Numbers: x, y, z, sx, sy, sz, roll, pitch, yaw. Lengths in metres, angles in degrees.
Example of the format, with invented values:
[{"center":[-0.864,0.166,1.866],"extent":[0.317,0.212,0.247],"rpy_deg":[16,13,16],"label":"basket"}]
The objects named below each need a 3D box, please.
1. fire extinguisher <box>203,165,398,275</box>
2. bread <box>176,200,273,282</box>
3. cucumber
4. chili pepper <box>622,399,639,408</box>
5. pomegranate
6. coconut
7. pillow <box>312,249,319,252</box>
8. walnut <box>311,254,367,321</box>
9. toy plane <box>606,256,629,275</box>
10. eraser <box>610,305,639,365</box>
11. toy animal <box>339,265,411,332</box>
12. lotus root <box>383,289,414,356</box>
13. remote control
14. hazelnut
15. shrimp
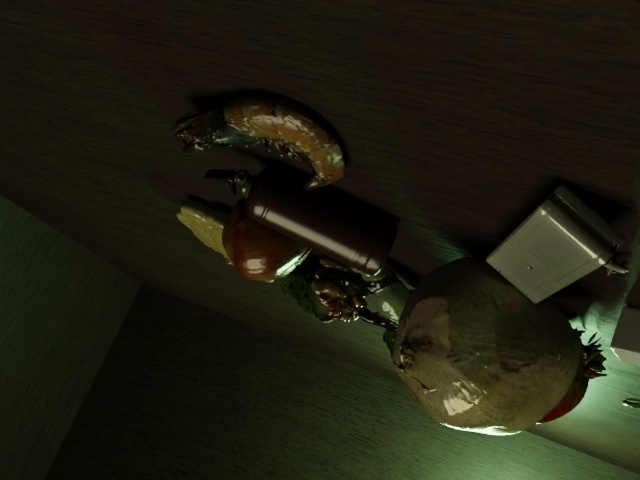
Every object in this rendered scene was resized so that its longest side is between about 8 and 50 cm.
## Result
[{"center":[-0.043,-0.051,1.248],"extent":[0.343,0.102,0.138],"rpy_deg":[25,167,-5],"label":"fire extinguisher"},{"center":[-0.218,0.000,1.750],"extent":[0.316,0.054,0.316],"rpy_deg":[31,163,11],"label":"bread"},{"center":[-0.035,0.099,1.768],"extent":[0.134,0.134,0.244],"rpy_deg":[37,174,-41],"label":"cucumber"},{"center":[0.780,0.406,1.753],"extent":[0.030,0.017,0.083],"rpy_deg":[24,170,-38],"label":"chili pepper"},{"center":[0.424,0.242,1.371],"extent":[0.235,0.210,0.210],"rpy_deg":[-13,150,21],"label":"pomegranate"},{"center":[0.262,0.173,1.208],"extent":[0.254,0.297,0.297],"rpy_deg":[29,165,-30],"label":"coconut"},{"center":[0.000,0.001,1.473],"extent":[0.150,0.048,0.090],"rpy_deg":[5,153,46],"label":"pillow"},{"center":[0.054,0.105,1.578],"extent":[0.069,0.143,0.170],"rpy_deg":[-2,153,43],"label":"walnut"},{"center":[0.394,0.029,0.994],"extent":[0.078,0.024,0.084],"rpy_deg":[47,162,-30],"label":"toy plane"},{"center":[0.602,0.174,1.074],"extent":[0.298,0.078,0.076],"rpy_deg":[10,160,43],"label":"eraser"},{"center":[0.124,0.105,1.509],"extent":[0.121,0.094,0.225],"rpy_deg":[-6,119,55],"label":"toy animal"},{"center":[0.259,0.204,1.615],"extent":[0.186,0.186,0.186],"rpy_deg":[22,166,6],"label":"lotus root"},{"center":[0.308,0.013,0.971],"extent":[0.103,0.055,0.277],"rpy_deg":[43,169,10],"label":"remote control"},{"center":[-0.098,-0.013,1.372],"extent":[0.182,0.182,0.182],"rpy_deg":[22,166,6],"label":"hazelnut"},{"center":[-0.087,-0.140,1.084],"extent":[0.290,0.054,0.222],"rpy_deg":[2,155,37],"label":"shrimp"}]
